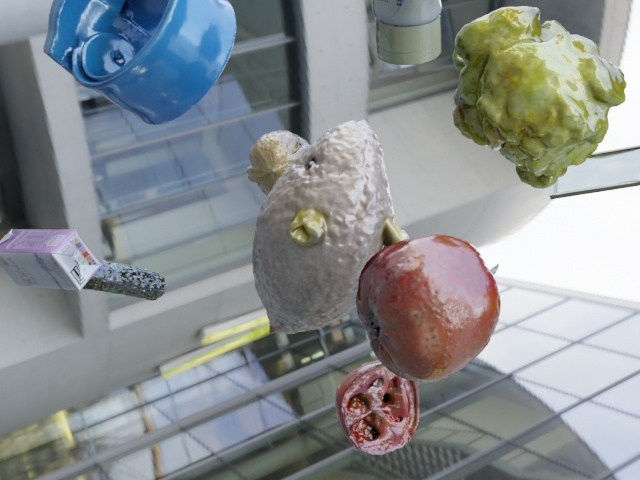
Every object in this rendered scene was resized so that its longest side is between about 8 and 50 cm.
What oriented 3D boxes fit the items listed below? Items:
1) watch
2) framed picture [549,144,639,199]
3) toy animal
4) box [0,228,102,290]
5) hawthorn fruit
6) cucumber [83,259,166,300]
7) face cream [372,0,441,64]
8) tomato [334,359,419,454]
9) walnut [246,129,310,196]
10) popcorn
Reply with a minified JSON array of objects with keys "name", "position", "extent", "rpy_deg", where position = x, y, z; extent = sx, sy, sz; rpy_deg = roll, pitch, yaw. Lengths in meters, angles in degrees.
[{"name":"watch","position":[-0.247,-0.341,1.382],"extent":[0.274,0.241,0.305],"rpy_deg":[24,-94,46]},{"name":"framed picture","position":[0.476,-0.117,1.455],"extent":[0.200,0.136,0.010],"rpy_deg":[-9,-63,20]},{"name":"toy animal","position":[-0.002,0.006,1.320],"extent":[0.226,0.188,0.359],"rpy_deg":[-114,-142,-56]},{"name":"box","position":[-0.266,0.017,0.862],"extent":[0.117,0.036,0.051],"rpy_deg":[3,-48,41]},{"name":"hawthorn fruit","position":[0.146,0.075,1.107],"extent":[0.179,0.200,0.179],"rpy_deg":[45,-35,44]},{"name":"cucumber","position":[-0.431,0.070,1.764],"extent":[0.067,0.293,0.068],"rpy_deg":[-10,-106,37]},{"name":"face cream","position":[0.083,-0.295,0.901],"extent":[0.114,0.070,0.224],"rpy_deg":[39,-35,48]},{"name":"tomato","position":[0.123,0.377,2.082],"extent":[0.101,0.227,0.228],"rpy_deg":[7,-67,58]},{"name":"walnut","position":[-0.085,-0.160,1.933],"extent":[0.184,0.155,0.156],"rpy_deg":[-47,122,-80]},{"name":"popcorn","position":[0.309,-0.207,1.318],"extent":[0.250,0.234,0.242],"rpy_deg":[68,5,-70]}]
